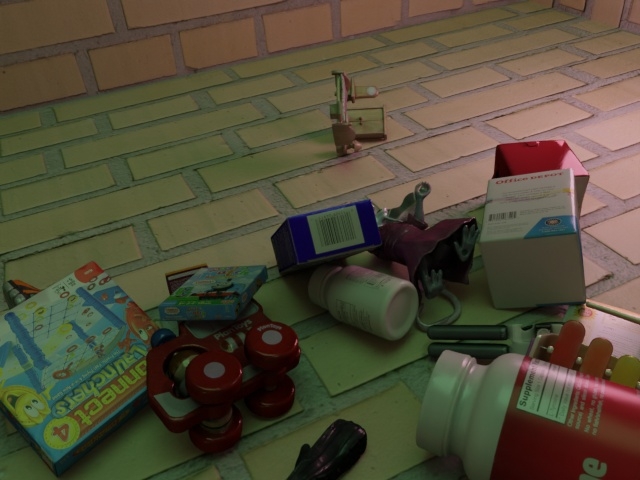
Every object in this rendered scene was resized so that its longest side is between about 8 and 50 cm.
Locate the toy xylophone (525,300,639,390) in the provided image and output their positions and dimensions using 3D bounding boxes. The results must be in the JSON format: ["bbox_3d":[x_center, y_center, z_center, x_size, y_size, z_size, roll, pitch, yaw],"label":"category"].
[{"bbox_3d":[0.522,0.243,1.040,0.322,0.236,0.081,13,8,29],"label":"toy xylophone"}]

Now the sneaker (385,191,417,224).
[{"bbox_3d":[0.221,-0.068,1.630,0.152,0.061,0.054,-33,49,-6],"label":"sneaker"}]

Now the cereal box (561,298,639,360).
[{"bbox_3d":[0.564,0.220,1.195,0.173,0.047,0.240,18,43,31],"label":"cereal box"}]

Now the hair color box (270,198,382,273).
[{"bbox_3d":[0.000,0.000,1.354,0.185,0.110,0.339,-13,-2,-11],"label":"hair color box"}]

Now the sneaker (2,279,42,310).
[{"bbox_3d":[-0.577,0.164,1.360,0.321,0.124,0.180,32,44,25],"label":"sneaker"}]

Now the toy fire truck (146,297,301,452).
[{"bbox_3d":[-0.195,0.232,1.132,0.302,0.169,0.254,-23,43,-34],"label":"toy fire truck"}]

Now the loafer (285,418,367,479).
[{"bbox_3d":[-0.010,0.388,1.013,0.078,0.076,0.223,19,37,37],"label":"loafer"}]

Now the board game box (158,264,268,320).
[{"bbox_3d":[-0.218,0.107,1.244,0.160,0.039,0.211,-3,17,14],"label":"board game box"}]

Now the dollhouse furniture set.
[{"bbox_3d":[0.128,-0.462,1.912,0.174,0.355,0.303,-2,75,5],"label":"dollhouse furniture set"}]

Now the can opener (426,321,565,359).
[{"bbox_3d":[0.359,0.205,1.197,0.280,0.074,0.093,-3,-3,18],"label":"can opener"}]

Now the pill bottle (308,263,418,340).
[{"bbox_3d":[0.088,0.125,1.300,0.229,0.131,0.131,15,39,42],"label":"pill bottle"}]

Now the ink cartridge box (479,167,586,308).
[{"bbox_3d":[0.490,-0.008,1.357,0.198,0.197,0.270,-6,33,25],"label":"ink cartridge box"}]

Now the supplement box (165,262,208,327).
[{"bbox_3d":[-0.287,0.146,1.364,0.104,0.081,0.188,-15,37,-15],"label":"supplement box"}]

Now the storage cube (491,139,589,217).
[{"bbox_3d":[0.576,-0.140,1.572,0.215,0.183,0.193,-3,37,2],"label":"storage cube"}]

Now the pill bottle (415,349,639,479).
[{"bbox_3d":[0.372,0.315,0.934,0.408,0.229,0.229,14,40,25],"label":"pill bottle"}]

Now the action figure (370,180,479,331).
[{"bbox_3d":[0.223,0.015,1.438,0.248,0.276,0.370,-17,18,-25],"label":"action figure"}]

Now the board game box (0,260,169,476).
[{"bbox_3d":[-0.478,0.235,1.162,0.302,0.086,0.308,41,51,14],"label":"board game box"}]
